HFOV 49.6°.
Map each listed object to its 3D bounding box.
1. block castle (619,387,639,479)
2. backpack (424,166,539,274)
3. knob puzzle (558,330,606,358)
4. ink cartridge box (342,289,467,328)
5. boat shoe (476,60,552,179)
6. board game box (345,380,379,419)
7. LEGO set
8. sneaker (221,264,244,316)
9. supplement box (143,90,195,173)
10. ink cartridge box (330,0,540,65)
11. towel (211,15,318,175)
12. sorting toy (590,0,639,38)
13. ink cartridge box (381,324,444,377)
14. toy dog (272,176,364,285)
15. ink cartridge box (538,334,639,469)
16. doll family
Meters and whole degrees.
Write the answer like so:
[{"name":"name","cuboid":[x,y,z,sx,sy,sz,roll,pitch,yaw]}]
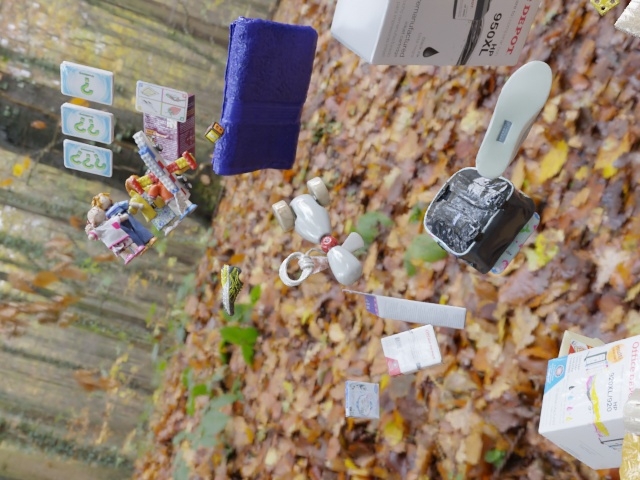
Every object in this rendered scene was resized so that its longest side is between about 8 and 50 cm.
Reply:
[{"name":"block castle","cuboid":[0.495,0.355,0.745,0.212,0.453,0.303,-3,63,44]},{"name":"backpack","cuboid":[0.382,-0.054,1.679,0.225,0.191,0.253,-54,33,4]},{"name":"knob puzzle","cuboid":[0.789,0.369,2.017,0.030,0.213,0.213,95,-177,-51]},{"name":"ink cartridge box","cuboid":[0.231,0.202,2.043,0.324,0.330,0.072,113,165,-86]},{"name":"boat shoe","cuboid":[0.351,-0.220,1.278,0.228,0.079,0.081,-65,-10,10]},{"name":"board game box","cuboid":[0.108,0.410,1.780,0.020,0.090,0.090,139,137,-58]},{"name":"LEGO set","cuboid":[-0.269,-0.145,1.024,0.060,0.244,0.182,-79,3,-53]},{"name":"sneaker","cuboid":[-0.140,0.080,1.114,0.031,0.035,0.083,167,100,-76]},{"name":"supplement box","cuboid":[-0.374,-0.273,1.722,0.081,0.104,0.188,-48,-31,-55]},{"name":"ink cartridge box","cuboid":[0.252,-0.507,1.368,0.166,0.394,0.286,50,137,41]},{"name":"towel","cuboid":[-0.117,-0.288,1.397,0.227,0.076,0.308,-13,-58,-52]},{"name":"sorting toy","cuboid":[0.750,-0.504,1.556,0.132,0.274,0.046,-55,-26,0]},{"name":"ink cartridge box","cuboid":[0.233,0.280,1.743,0.056,0.135,0.099,42,-147,-64]},{"name":"toy dog","cuboid":[0.000,0.000,1.830,0.161,0.220,0.334,69,-170,-58]},{"name":"ink cartridge box","cuboid":[0.568,0.310,1.311,0.232,0.168,0.171,-34,27,50]},{"name":"doll family","cuboid":[-0.418,-0.058,1.546,0.263,0.163,0.118,-44,3,-34]}]
